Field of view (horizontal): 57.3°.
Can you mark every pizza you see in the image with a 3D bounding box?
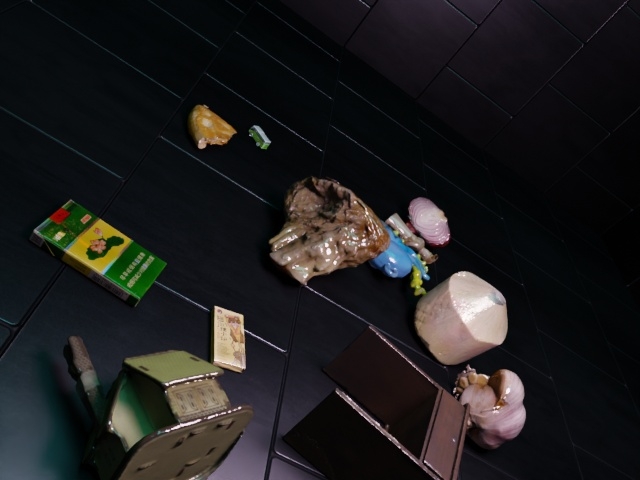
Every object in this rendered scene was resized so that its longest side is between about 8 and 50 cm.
[{"bbox_3d":[-0.318,-0.326,1.721,0.161,0.062,0.182,2,44,-38],"label":"pizza"}]

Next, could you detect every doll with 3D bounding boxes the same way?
[{"bbox_3d":[0.193,0.018,1.835,0.346,0.099,0.341,37,18,-17],"label":"doll"}]

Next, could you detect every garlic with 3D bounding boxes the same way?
[{"bbox_3d":[0.392,0.404,1.489,0.257,0.207,0.207,27,34,-24],"label":"garlic"}]

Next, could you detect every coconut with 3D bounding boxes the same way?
[{"bbox_3d":[0.408,0.212,1.648,0.239,0.244,0.239,30,38,-27],"label":"coconut"}]

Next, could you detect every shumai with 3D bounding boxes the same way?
[{"bbox_3d":[-0.002,0.003,1.559,0.346,0.283,0.217,25,-20,27],"label":"shumai"}]

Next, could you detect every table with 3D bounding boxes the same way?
[{"bbox_3d":[0.124,0.370,1.201,0.282,0.196,0.250,41,32,0],"label":"table"}]

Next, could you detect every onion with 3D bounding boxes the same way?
[{"bbox_3d":[0.377,-0.052,2.106,0.098,0.151,0.205,54,14,-68],"label":"onion"}]

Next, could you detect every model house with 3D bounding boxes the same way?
[{"bbox_3d":[-0.278,0.242,0.940,0.218,0.204,0.278,1,42,-48],"label":"model house"}]

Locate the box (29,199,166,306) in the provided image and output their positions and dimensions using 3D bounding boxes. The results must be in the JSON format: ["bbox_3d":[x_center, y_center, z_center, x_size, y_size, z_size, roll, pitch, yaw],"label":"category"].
[{"bbox_3d":[-0.437,0.023,1.170,0.235,0.034,0.132,35,32,-10],"label":"box"}]

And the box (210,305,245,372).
[{"bbox_3d":[-0.194,0.204,1.225,0.073,0.020,0.149,22,36,-28],"label":"box"}]

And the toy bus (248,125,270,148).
[{"bbox_3d":[-0.196,-0.331,1.874,0.031,0.037,0.083,-5,53,-51],"label":"toy bus"}]

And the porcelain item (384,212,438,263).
[{"bbox_3d":[0.312,-0.001,2.004,0.213,0.054,0.084,46,34,10],"label":"porcelain item"}]
